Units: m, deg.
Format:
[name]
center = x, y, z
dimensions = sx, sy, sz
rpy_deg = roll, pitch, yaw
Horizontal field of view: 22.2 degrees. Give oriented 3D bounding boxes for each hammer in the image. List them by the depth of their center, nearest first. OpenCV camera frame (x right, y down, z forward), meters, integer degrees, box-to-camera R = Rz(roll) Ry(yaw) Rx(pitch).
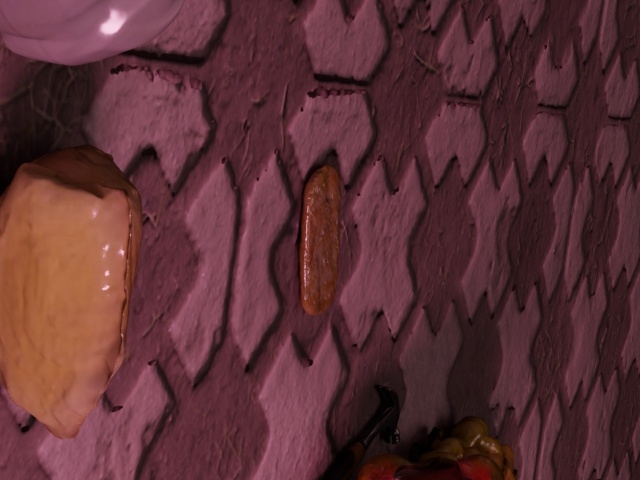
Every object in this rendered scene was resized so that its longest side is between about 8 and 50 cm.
[hammer]
center = 0.037, 0.217, 1.691
dimensions = 0.201, 0.021, 0.078
rpy_deg = -43, 136, -54

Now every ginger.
[ginger]
center = -0.168, 0.029, 1.095
dimensions = 0.122, 0.115, 0.193
rpy_deg = -62, 165, -67

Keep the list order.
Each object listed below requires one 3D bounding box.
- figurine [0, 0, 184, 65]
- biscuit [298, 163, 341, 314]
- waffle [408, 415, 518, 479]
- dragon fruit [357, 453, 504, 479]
[figurine]
center = -0.146, -0.229, 1.004
dimensions = 0.176, 0.133, 0.236
rpy_deg = 34, 65, -54
[biscuit]
center = 0.000, 0.000, 1.532
dimensions = 0.071, 0.018, 0.147
rpy_deg = -27, 122, -59
[waffle]
center = 0.151, 0.401, 1.907
dimensions = 0.380, 0.095, 0.382
rpy_deg = -5, 102, -70
[dragon fruit]
center = 0.094, 0.339, 1.592
dimensions = 0.243, 0.227, 0.307
rpy_deg = 50, 63, -25
